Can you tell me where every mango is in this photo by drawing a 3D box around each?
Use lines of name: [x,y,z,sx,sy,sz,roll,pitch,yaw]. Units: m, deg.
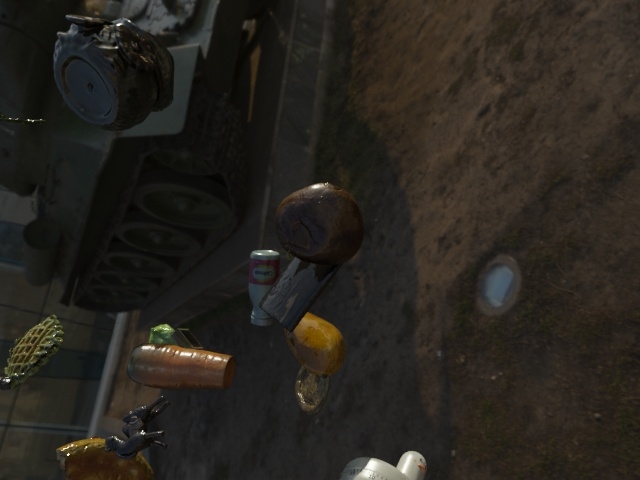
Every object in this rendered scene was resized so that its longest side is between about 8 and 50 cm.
mango: [-0.017,0.292,1.408,0.227,0.147,0.109,49,165,30]

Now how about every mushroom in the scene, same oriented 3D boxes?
mushroom: [-0.010,-0.026,1.084,0.231,0.138,0.194,-32,84,51]

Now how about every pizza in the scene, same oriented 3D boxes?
pizza: [-0.654,0.716,1.434,0.086,0.335,0.226,0,58,49]

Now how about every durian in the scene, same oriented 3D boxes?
durian: [-0.527,0.414,1.700,0.139,0.101,0.250,-31,81,7]

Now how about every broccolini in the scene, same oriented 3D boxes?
broccolini: [-1.019,-0.405,1.608,0.054,0.194,0.052,-40,65,25]

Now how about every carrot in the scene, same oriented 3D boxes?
carrot: [-0.259,0.240,0.901,0.087,0.193,0.087,-172,90,-89]

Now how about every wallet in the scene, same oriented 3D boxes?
wallet: [-0.028,0.068,1.226,0.321,0.044,0.170,-54,37,-6]

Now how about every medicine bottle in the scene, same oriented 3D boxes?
medicine bottle: [-0.170,0.142,1.442,0.090,0.090,0.217,-162,74,-64]

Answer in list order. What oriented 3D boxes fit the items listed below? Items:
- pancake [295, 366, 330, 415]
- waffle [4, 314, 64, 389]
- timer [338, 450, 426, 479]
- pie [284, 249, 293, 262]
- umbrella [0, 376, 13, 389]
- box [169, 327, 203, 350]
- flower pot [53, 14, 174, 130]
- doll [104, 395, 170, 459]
pancake: [-0.028,0.565,1.899,0.250,0.031,0.250,-41,38,42]
waffle: [-0.922,0.352,1.546,0.214,0.054,0.208,-39,38,-7]
timer: [0.163,0.673,1.277,0.233,0.233,0.240,-48,-4,41]
pie: [0.000,0.000,2.113,0.103,0.354,0.289,40,141,39]
umbrella: [-0.835,0.349,1.172,0.037,0.143,0.040,-65,30,26]
box: [-0.389,0.298,1.403,0.035,0.083,0.079,-43,-13,-4]
flower pot: [-0.549,-0.454,1.281,0.302,0.301,0.213,-45,5,44]
doll: [-0.479,0.497,1.258,0.057,0.165,0.139,81,175,-52]
